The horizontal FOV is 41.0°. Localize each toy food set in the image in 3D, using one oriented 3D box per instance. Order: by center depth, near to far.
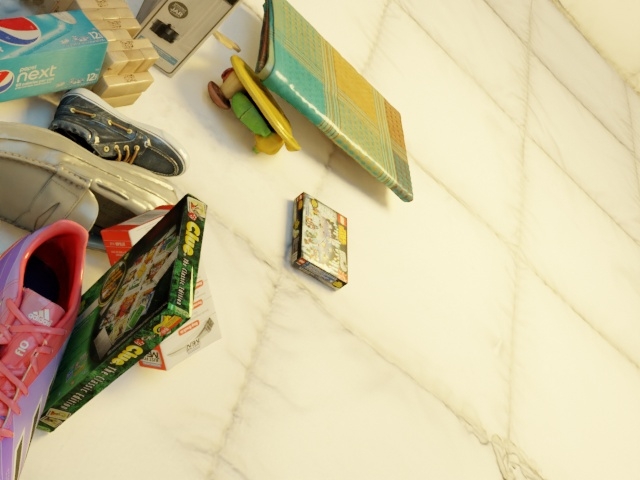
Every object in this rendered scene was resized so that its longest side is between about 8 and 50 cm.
[{"bbox_3d":[-0.118,-0.214,1.337,0.218,0.071,0.128,56,11,1],"label":"toy food set"}]

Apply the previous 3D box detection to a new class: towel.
[{"bbox_3d":[0.028,-0.250,1.503,0.370,0.040,0.271,39,32,-31],"label":"towel"}]

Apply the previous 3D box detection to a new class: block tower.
[{"bbox_3d":[-0.345,-0.340,1.157,0.335,0.091,0.097,57,35,5],"label":"block tower"}]

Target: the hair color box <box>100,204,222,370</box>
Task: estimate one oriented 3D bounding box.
[{"bbox_3d":[-0.178,0.052,0.971,0.093,0.053,0.167,-29,113,-47],"label":"hair color box"}]

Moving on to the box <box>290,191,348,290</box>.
[{"bbox_3d":[0.000,0.000,1.311,0.094,0.027,0.137,31,41,-30],"label":"box"}]

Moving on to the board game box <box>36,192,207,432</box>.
[{"bbox_3d":[-0.197,0.075,0.823,0.030,0.260,0.136,28,43,-30],"label":"board game box"}]

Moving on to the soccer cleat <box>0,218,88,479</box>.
[{"bbox_3d":[-0.293,0.114,0.804,0.109,0.116,0.318,32,40,-27],"label":"soccer cleat"}]

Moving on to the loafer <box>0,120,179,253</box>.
[{"bbox_3d":[-0.285,-0.046,0.955,0.319,0.112,0.111,14,42,-43],"label":"loafer"}]

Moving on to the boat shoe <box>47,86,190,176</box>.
[{"bbox_3d":[-0.258,-0.116,1.092,0.183,0.065,0.083,29,41,-19],"label":"boat shoe"}]

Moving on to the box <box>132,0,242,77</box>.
[{"bbox_3d":[-0.156,-0.390,1.241,0.087,0.290,0.169,34,39,-25],"label":"box"}]

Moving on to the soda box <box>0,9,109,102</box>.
[{"bbox_3d":[-0.360,-0.215,1.010,0.067,0.071,0.210,48,43,17],"label":"soda box"}]
